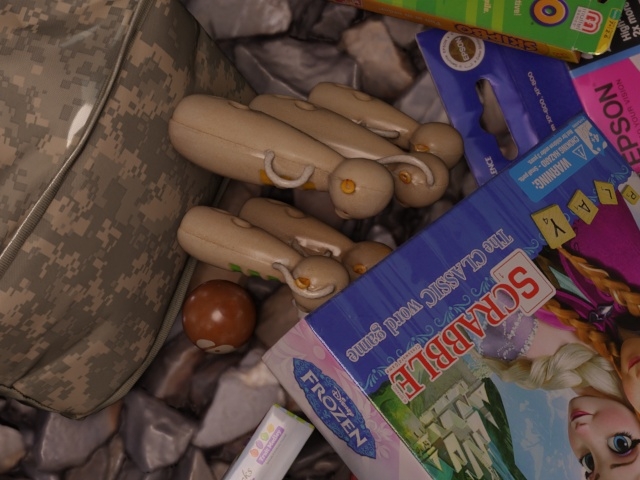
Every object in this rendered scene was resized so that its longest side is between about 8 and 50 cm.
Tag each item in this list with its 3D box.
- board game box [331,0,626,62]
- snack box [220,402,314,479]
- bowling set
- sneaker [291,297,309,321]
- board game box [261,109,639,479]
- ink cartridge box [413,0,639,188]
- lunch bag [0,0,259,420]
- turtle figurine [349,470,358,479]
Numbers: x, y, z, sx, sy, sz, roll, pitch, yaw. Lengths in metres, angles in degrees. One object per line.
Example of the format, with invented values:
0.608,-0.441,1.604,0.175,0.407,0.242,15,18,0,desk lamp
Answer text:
0.112,-0.218,1.210,0.259,0.039,0.124,17,80,24,board game box
-0.058,0.185,1.146,0.037,0.100,0.141,32,81,3,snack box
0.000,0.000,1.127,0.154,0.287,0.200,22,109,20,bowling set
0.058,0.052,1.202,0.152,0.054,0.061,-13,87,3,sneaker
0.173,0.110,1.057,0.318,0.066,0.318,51,51,4,board game box
0.276,-0.152,1.238,0.371,0.069,0.176,-21,82,-4,ink cartridge box
-0.183,-0.030,1.094,0.169,0.235,0.287,18,79,22,lunch bag
0.065,0.237,1.113,0.197,0.274,0.266,0,74,21,turtle figurine
